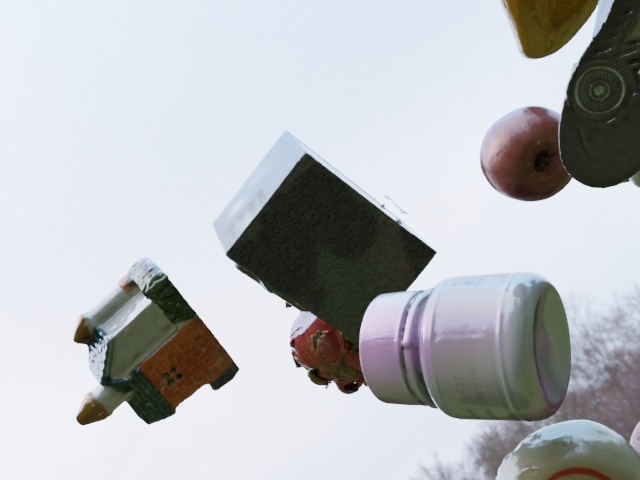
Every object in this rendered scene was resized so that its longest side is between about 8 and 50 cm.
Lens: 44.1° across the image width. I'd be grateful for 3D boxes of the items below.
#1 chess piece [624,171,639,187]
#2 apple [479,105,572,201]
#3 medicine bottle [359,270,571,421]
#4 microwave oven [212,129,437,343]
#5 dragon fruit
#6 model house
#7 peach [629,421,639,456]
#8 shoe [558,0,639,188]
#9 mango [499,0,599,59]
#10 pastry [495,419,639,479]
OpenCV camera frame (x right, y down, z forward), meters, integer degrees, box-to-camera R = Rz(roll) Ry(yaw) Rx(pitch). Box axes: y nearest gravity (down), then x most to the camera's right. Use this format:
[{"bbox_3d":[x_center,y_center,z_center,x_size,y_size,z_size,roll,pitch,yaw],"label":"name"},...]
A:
[{"bbox_3d":[0.565,-0.131,1.301,0.133,0.243,0.133,-10,-75,-40],"label":"chess piece"},{"bbox_3d":[0.326,-0.132,1.222,0.153,0.120,0.153,-2,-68,-4],"label":"apple"},{"bbox_3d":[0.243,0.180,1.332,0.302,0.241,0.241,-7,-29,33],"label":"medicine bottle"},{"bbox_3d":[0.000,0.000,1.951,0.432,0.236,0.374,35,-81,-24],"label":"microwave oven"},{"bbox_3d":[0.058,0.305,2.251,0.291,0.250,0.269,42,-74,-18],"label":"dragon fruit"},{"bbox_3d":[-0.348,0.220,1.484,0.301,0.190,0.271,-42,-62,-18],"label":"model house"},{"bbox_3d":[0.702,0.410,1.483,0.231,0.231,0.231,-17,-44,-17],"label":"peach"},{"bbox_3d":[0.313,-0.200,0.763,0.149,0.109,0.293,-42,-31,-66],"label":"shoe"},{"bbox_3d":[0.373,-0.418,1.270,0.176,0.119,0.317,-8,-37,1],"label":"mango"},{"bbox_3d":[0.432,0.434,1.334,0.265,0.133,0.264,1,-75,5],"label":"pastry"}]
